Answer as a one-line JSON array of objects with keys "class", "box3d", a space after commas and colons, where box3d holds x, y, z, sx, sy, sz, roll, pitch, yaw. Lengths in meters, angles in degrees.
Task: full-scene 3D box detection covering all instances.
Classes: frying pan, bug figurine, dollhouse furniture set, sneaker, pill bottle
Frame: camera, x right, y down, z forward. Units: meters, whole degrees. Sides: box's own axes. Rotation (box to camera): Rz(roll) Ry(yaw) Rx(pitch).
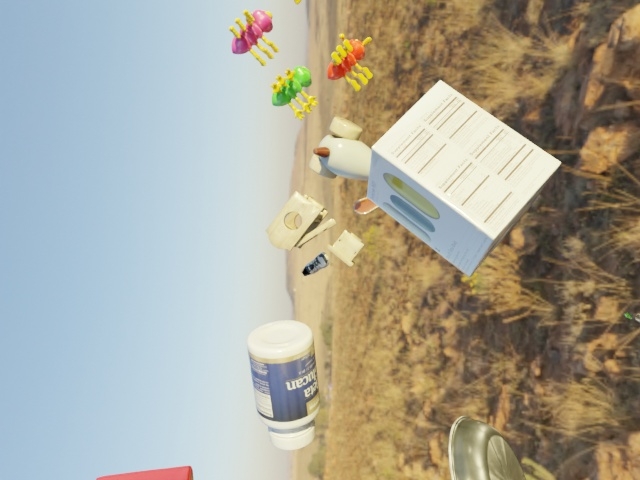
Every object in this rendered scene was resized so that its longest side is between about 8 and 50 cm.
[{"class": "frying pan", "box3d": [0.227, 0.377, 0.716, 0.197, 0.053, 0.326, 44, -147, -31]}, {"class": "bug figurine", "box3d": [-0.039, -0.354, 0.989, 0.279, 0.216, 0.072, 48, 177, -35]}, {"class": "dollhouse furniture set", "box3d": [0.000, 0.000, 1.079, 0.101, 0.161, 0.182, -52, -6, 6]}, {"class": "sneaker", "box3d": [-0.011, 0.055, 1.219, 0.032, 0.037, 0.083, 54, 140, 10]}, {"class": "pill bottle", "box3d": [-0.049, 0.209, 0.816, 0.094, 0.094, 0.169, -95, -1, -71]}]

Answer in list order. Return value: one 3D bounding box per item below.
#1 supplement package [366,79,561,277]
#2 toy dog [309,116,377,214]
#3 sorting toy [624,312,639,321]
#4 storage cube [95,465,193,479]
[{"class": "supplement package", "box3d": [0.251, -0.110, 1.060, 0.198, 0.262, 0.199, -45, -17, -15]}, {"class": "toy dog", "box3d": [0.108, -0.181, 1.412, 0.161, 0.333, 0.220, -29, -52, -60]}, {"class": "sorting toy", "box3d": [0.829, 0.204, 1.465, 0.062, 0.083, 0.012, -10, -61, -56]}, {"class": "storage cube", "box3d": [-0.334, 0.570, 1.065, 0.193, 0.215, 0.184, -122, 29, -71]}]
